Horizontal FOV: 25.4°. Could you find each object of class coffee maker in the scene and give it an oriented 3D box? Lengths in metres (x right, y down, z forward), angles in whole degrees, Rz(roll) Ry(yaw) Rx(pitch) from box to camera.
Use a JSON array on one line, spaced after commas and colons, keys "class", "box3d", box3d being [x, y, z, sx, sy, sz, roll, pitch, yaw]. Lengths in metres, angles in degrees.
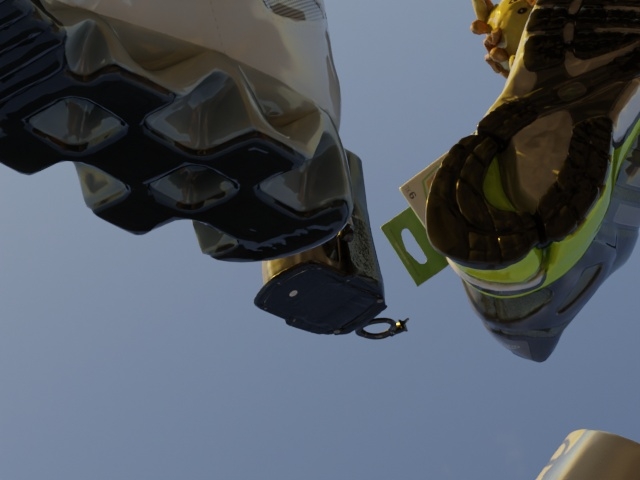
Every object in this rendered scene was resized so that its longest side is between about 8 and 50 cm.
[{"class": "coffee maker", "box3d": [0.000, 0.000, 1.470, 0.120, 0.171, 0.178, -20, -128, 17]}]

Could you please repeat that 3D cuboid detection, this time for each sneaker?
[{"class": "sneaker", "box3d": [0.157, -0.057, 0.840, 0.111, 0.121, 0.300, 20, -126, 29]}, {"class": "sneaker", "box3d": [-0.112, -0.116, 0.490, 0.122, 0.330, 0.146, -16, -120, 33]}]

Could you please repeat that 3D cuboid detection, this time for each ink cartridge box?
[{"class": "ink cartridge box", "box3d": [0.175, -0.048, 1.837, 0.209, 0.062, 0.109, -36, -117, 9]}]

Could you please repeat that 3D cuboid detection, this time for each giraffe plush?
[{"class": "giraffe plush", "box3d": [0.242, -0.218, 1.453, 0.170, 0.210, 0.181, 12, -168, -34]}]

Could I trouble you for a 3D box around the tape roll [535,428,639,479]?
[{"class": "tape roll", "box3d": [0.277, 0.312, 1.283, 0.246, 0.246, 0.169, 29, -112, 33]}]
